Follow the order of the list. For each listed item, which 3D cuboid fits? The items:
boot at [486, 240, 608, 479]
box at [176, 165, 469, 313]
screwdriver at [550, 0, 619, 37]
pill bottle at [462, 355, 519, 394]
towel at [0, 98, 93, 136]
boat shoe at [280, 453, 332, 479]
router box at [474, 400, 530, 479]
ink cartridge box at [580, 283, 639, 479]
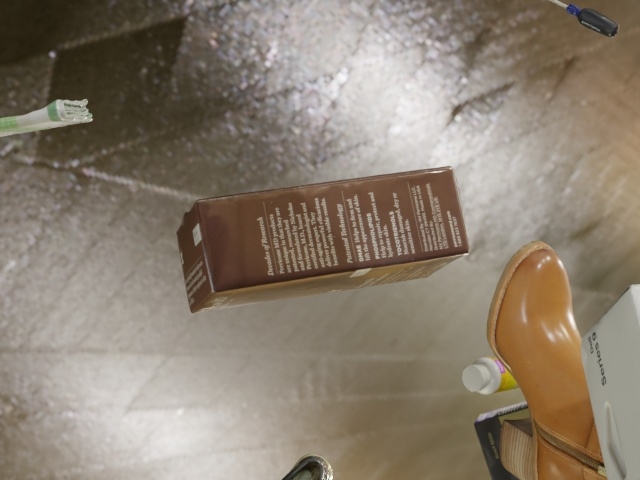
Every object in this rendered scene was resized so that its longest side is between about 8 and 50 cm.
[{"bbox_3d":[0.274,0.154,1.289,0.109,0.220,0.283,-5,104,-33],"label":"boot"},{"bbox_3d":[0.000,0.000,1.812,0.381,0.143,0.191,-7,170,-15],"label":"box"},{"bbox_3d":[0.294,-0.295,1.566,0.024,0.170,0.025,-59,160,3],"label":"screwdriver"},{"bbox_3d":[0.204,0.157,1.482,0.083,0.043,0.043,-4,134,-45],"label":"pill bottle"},{"bbox_3d":[-0.300,-0.111,1.186,0.152,0.023,0.113,-9,-177,4],"label":"towel"},{"bbox_3d":[-0.058,0.400,1.792,0.223,0.080,0.073,-58,164,-10],"label":"boat shoe"},{"bbox_3d":[0.369,0.349,1.692,0.243,0.308,0.081,-19,178,13],"label":"router box"},{"bbox_3d":[0.378,0.143,1.005,0.289,0.211,0.121,-3,154,-11],"label":"ink cartridge box"}]
